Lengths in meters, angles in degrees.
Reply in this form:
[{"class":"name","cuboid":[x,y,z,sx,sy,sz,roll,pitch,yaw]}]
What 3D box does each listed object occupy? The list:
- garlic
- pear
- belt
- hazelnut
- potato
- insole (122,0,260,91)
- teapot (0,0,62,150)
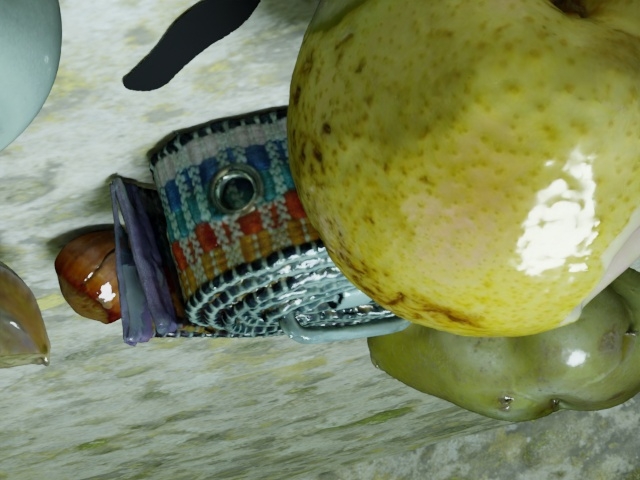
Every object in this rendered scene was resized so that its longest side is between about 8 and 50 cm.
[{"class":"garlic","cuboid":[-0.309,0.053,1.028,0.087,0.101,0.195,-23,160,39]},{"class":"pear","cuboid":[0.112,-0.076,0.728,0.271,0.271,0.271,-13,162,-4]},{"class":"belt","cuboid":[0.000,0.000,1.009,0.295,0.161,0.207,-2,159,-34]},{"class":"hazelnut","cuboid":[-0.188,0.030,1.105,0.086,0.086,0.086,-13,162,-4]},{"class":"potato","cuboid":[0.220,0.105,1.461,0.351,0.203,0.218,-8,178,26]},{"class":"insole","cuboid":[-0.084,-0.127,0.816,0.045,0.002,0.135,3,156,-39]},{"class":"teapot","cuboid":[-0.221,-0.090,0.616,0.193,0.130,0.294,-10,162,-15]}]
